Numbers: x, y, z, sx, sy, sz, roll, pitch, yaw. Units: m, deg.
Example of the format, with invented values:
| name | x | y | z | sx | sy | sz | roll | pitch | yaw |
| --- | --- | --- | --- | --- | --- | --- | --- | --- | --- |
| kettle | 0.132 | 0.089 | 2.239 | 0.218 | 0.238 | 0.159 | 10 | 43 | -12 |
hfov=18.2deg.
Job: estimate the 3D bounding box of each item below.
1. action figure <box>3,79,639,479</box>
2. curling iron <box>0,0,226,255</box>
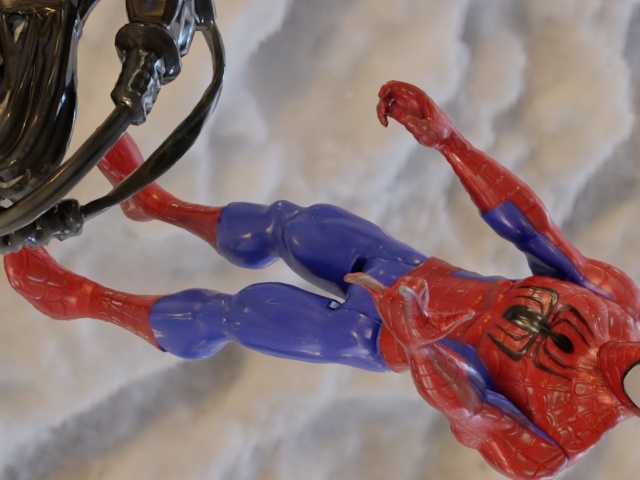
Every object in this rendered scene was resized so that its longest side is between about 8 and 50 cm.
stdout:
| name | x | y | z | sx | sy | sz | roll | pitch | yaw |
| --- | --- | --- | --- | --- | --- | --- | --- | --- | --- |
| action figure | 0.000 | 0.000 | 0.656 | 0.091 | 0.280 | 0.139 | -57 | 142 | -23 |
| curling iron | -0.085 | -0.108 | 0.394 | 0.068 | 0.274 | 0.035 | -21 | 148 | -4 |
